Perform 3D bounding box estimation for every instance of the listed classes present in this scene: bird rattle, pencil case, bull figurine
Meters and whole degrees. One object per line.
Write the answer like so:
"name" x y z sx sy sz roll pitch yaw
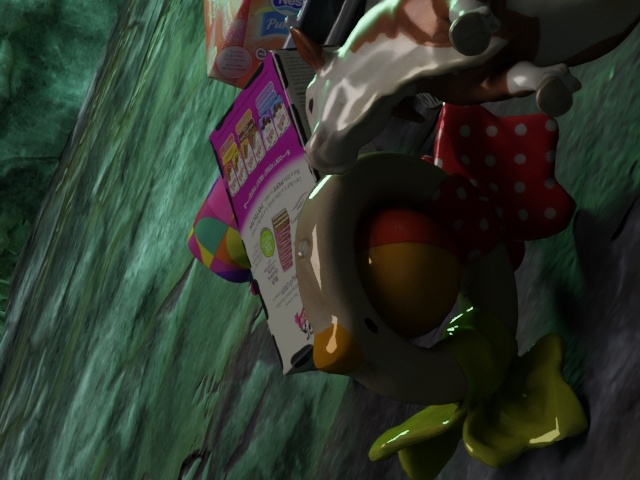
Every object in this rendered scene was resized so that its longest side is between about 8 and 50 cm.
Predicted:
"bird rattle" 0.077 0.018 1.056 0.143 0.207 0.253 -18 63 48
"pencil case" -0.052 -0.062 1.739 0.104 0.104 0.236 -94 26 -54
"bull figurine" 0.124 -0.135 0.981 0.310 0.101 0.188 -31 21 -6

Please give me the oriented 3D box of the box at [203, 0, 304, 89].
"box" -0.035 -0.282 1.835 0.300 0.142 0.154 -99 31 -58

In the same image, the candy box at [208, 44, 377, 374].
"candy box" -0.007 -0.025 1.415 0.159 0.071 0.233 -46 57 56

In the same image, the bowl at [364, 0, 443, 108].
"bowl" 0.088 -0.206 1.454 0.170 0.080 0.170 -162 90 -74

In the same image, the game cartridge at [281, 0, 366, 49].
"game cartridge" 0.060 -0.303 1.549 0.230 0.068 0.355 -52 -14 -75
